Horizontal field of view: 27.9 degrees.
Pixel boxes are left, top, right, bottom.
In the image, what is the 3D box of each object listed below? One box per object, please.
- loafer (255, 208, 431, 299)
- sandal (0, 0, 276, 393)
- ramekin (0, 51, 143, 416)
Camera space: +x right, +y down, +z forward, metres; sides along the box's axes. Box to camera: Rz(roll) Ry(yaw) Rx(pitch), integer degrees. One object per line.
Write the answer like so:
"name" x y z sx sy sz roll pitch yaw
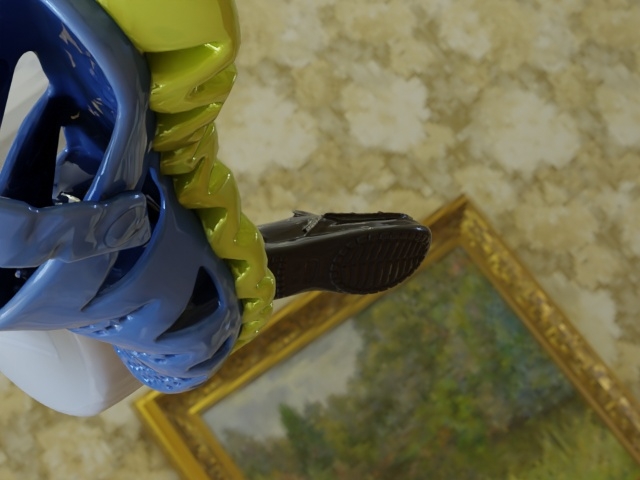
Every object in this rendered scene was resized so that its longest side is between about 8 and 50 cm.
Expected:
"loafer" 0.000 0.000 1.178 0.220 0.078 0.080 -4 -47 -27
"sandal" -0.105 -0.012 0.545 0.138 0.126 0.317 -43 -25 -19
"ramekin" -0.202 0.001 0.982 0.135 0.277 0.277 -40 -13 -30
